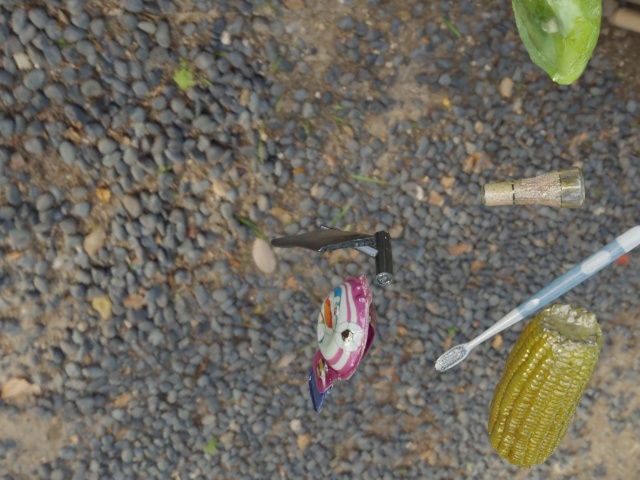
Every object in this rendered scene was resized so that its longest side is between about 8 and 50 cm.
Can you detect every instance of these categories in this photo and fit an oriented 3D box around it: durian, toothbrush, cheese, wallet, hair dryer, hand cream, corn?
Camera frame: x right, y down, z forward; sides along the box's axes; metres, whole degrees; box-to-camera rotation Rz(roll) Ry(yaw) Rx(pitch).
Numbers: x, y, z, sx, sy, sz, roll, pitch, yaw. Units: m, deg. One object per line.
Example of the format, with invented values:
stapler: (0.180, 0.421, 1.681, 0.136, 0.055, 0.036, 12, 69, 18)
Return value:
durian: (0.334, -0.351, 1.221, 0.101, 0.139, 0.250, -44, 118, -34)
toothbrush: (0.237, 0.068, 0.915, 0.276, 0.019, 0.025, -37, 168, 18)
cheese: (0.025, 0.154, 1.237, 0.062, 0.155, 0.244, 10, 128, -19)
wallet: (0.000, -0.001, 1.607, 0.124, 0.244, 0.025, -11, 98, -23)
hair dryer: (0.088, 0.020, 2.046, 0.195, 0.173, 0.050, 18, 124, -13)
hand cream: (0.423, -0.097, 1.665, 0.203, 0.084, 0.084, -6, 123, 11)
corn: (0.338, 0.227, 1.275, 0.131, 0.131, 0.344, -20, 141, -21)
